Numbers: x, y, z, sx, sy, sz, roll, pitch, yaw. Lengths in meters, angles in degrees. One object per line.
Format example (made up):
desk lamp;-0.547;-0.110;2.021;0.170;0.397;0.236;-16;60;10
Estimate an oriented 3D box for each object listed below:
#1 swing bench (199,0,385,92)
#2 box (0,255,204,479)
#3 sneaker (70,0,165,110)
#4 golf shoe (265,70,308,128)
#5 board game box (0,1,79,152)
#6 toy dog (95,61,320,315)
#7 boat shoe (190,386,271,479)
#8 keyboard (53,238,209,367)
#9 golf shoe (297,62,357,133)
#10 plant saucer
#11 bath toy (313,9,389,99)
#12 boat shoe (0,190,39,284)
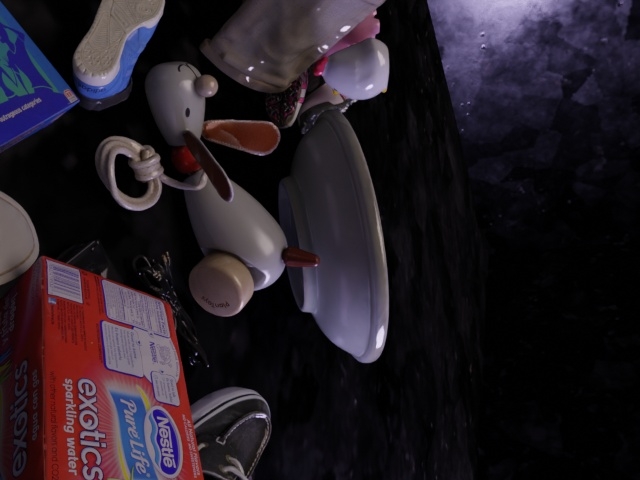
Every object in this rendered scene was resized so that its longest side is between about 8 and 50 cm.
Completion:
swing bench;-0.016;-0.369;0.898;0.165;0.253;0.255;37;45;-27
box;-0.177;0.155;0.440;0.128;0.122;0.257;30;27;-44
sneaker;-0.218;-0.205;0.648;0.058;0.084;0.152;24;59;-13
golf shoe;-0.049;-0.270;1.075;0.086;0.067;0.186;50;40;-54
board game box;-0.292;-0.150;0.418;0.210;0.047;0.160;54;28;-19
toy dog;-0.104;-0.058;0.771;0.220;0.161;0.334;-75;149;-41
boat shoe;-0.127;0.271;0.624;0.335;0.119;0.121;-39;121;-56
keyboard;-0.198;0.140;0.666;0.201;0.033;0.317;-53;133;-49
golf shoe;-0.001;-0.291;1.186;0.120;0.105;0.273;56;26;-13
plant saucer;0.000;0.000;0.954;0.400;0.100;0.400;172;-90;-80
bath toy;0.037;-0.379;1.118;0.151;0.129;0.348;92;-8;-48
boat shoe;-0.298;0.015;0.400;0.095;0.079;0.254;64;17;-4
